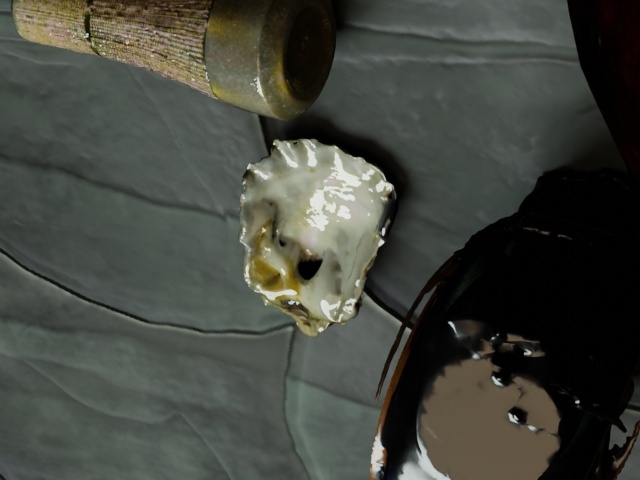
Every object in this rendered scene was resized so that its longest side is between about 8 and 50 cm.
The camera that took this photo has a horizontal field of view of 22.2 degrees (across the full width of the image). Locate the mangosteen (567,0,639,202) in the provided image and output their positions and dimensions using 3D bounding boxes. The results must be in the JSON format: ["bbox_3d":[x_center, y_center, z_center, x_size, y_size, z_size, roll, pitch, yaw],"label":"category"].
[{"bbox_3d":[0.258,-0.125,0.617,0.307,0.307,0.347,36,121,-3],"label":"mangosteen"}]

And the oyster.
[{"bbox_3d":[0.000,0.000,1.017,0.121,0.045,0.146,-12,113,38],"label":"oyster"}]

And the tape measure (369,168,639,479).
[{"bbox_3d":[0.116,0.092,0.927,0.135,0.202,0.223,21,128,15],"label":"tape measure"}]

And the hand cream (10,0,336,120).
[{"bbox_3d":[-0.094,-0.124,0.947,0.203,0.084,0.084,11,131,26],"label":"hand cream"}]
